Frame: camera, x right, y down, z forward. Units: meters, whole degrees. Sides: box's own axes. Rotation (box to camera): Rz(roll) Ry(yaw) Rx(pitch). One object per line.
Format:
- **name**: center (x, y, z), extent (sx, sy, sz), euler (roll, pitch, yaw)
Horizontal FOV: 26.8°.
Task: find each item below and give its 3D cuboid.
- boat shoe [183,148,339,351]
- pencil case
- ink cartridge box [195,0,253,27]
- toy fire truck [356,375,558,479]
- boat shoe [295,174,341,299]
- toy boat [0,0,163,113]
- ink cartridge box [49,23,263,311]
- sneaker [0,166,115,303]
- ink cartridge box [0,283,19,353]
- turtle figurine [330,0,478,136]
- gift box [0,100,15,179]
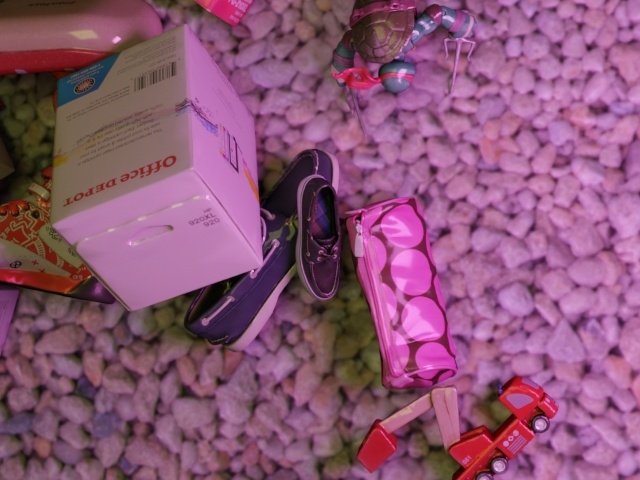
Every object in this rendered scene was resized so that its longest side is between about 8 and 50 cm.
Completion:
- **boat shoe**: center (-0.069, 0.003, 1.515), extent (0.254, 0.079, 0.095), euler (-58, 32, 9)
- **pencil case**: center (0.083, 0.060, 1.471), extent (0.095, 0.098, 0.209), euler (-20, 81, 26)
- **ink cartridge box**: center (-0.107, -0.397, 1.554), extent (0.172, 0.100, 0.237), euler (38, 97, 14)
- **toy fire truck**: center (0.147, 0.204, 1.455), extent (0.135, 0.047, 0.192), euler (43, 98, 1)
- **boat shoe**: center (0.000, 0.000, 1.464), extent (0.049, 0.040, 0.142), euler (-12, 106, -22)
- **toy boat**: center (-0.293, -0.207, 1.588), extent (0.231, 0.151, 0.151), euler (0, 116, 16)
- **ink cartridge box**: center (-0.175, -0.077, 1.461), extent (0.171, 0.168, 0.232), euler (-20, 46, 15)
- **sneaker**: center (-0.351, -0.021, 1.547), extent (0.270, 0.090, 0.144), euler (13, 84, -23)
- **ink cartridge box**: center (-0.461, 0.095, 1.576), extent (0.128, 0.176, 0.127), euler (19, 93, 16)
- **turtle figurine**: center (0.083, -0.241, 1.490), extent (0.175, 0.118, 0.234), euler (-8, 78, 15)
- **gift box**: center (-0.530, -0.118, 1.564), extent (0.255, 0.258, 0.276), euler (-26, 73, 12)
